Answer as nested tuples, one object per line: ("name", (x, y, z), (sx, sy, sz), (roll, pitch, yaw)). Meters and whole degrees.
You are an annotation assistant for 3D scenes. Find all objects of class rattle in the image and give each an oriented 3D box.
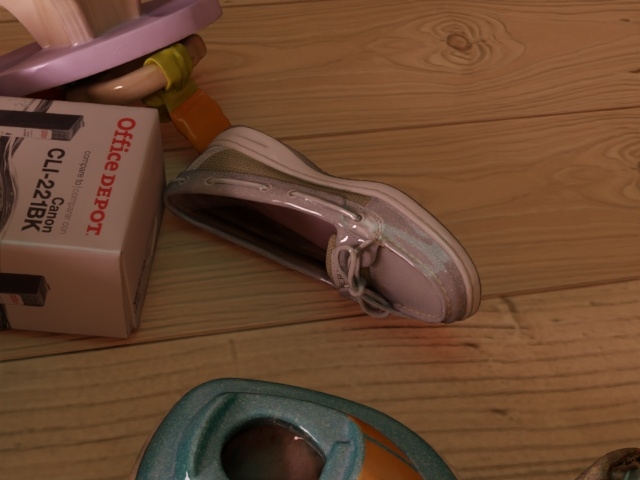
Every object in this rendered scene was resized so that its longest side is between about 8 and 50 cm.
("rattle", (-0.197, -0.133, 1.169), (0.200, 0.142, 0.130), (-18, 39, 22))

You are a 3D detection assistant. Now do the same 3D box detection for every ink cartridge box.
("ink cartridge box", (-0.288, -0.029, 0.995), (0.273, 0.114, 0.197), (5, 45, -1))

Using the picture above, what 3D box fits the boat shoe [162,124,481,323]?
("boat shoe", (-0.001, -0.002, 1.006), (0.320, 0.118, 0.103), (30, 56, 27))

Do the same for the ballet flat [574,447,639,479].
("ballet flat", (0.350, 0.211, 0.829), (0.349, 0.123, 0.123), (3, 46, -3))

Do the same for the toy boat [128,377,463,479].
("toy boat", (-0.022, 0.226, 0.752), (0.268, 0.148, 0.318), (14, 46, 7))

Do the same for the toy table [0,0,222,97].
("toy table", (-0.255, -0.260, 1.126), (0.274, 0.160, 0.252), (-21, 22, -5))
